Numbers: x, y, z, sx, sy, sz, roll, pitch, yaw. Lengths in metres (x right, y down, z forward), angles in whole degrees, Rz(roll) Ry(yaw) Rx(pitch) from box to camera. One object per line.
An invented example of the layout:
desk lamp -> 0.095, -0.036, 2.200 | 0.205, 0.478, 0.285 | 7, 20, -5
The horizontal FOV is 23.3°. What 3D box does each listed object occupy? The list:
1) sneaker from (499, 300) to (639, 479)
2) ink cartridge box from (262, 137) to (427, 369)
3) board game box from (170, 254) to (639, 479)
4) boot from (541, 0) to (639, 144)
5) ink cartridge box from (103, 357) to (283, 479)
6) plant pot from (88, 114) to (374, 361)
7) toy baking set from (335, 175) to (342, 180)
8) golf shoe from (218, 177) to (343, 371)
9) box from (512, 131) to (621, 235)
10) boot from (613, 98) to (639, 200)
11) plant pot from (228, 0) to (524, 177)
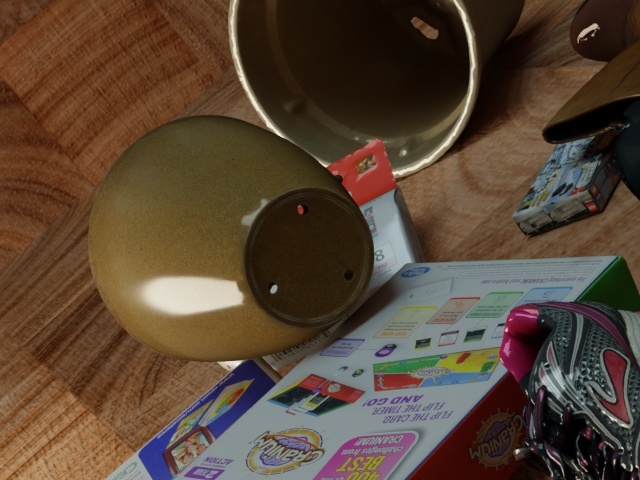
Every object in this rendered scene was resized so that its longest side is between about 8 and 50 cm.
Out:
sneaker -> 0.175, 0.130, 0.930 | 0.299, 0.112, 0.121 | -93, 14, -69
ink cartridge box -> 0.000, 0.000, 1.605 | 0.189, 0.066, 0.232 | -28, 50, 12
board game box -> 0.067, 0.124, 1.190 | 0.242, 0.064, 0.316 | -3, 30, 50
boot -> 0.305, -0.169, 1.549 | 0.264, 0.096, 0.280 | -1, 36, 45
ink cartridge box -> -0.115, 0.254, 1.362 | 0.303, 0.072, 0.307 | -39, 22, -6
plant pot -> -0.057, 0.004, 1.372 | 0.237, 0.237, 0.254 | -44, 18, -16
toy baking set -> -0.039, -0.010, 1.964 | 0.197, 0.030, 0.256 | -42, 16, 0
golf shoe -> -0.012, 0.043, 1.686 | 0.273, 0.105, 0.120 | -44, 35, -4
box -> 0.250, -0.065, 1.493 | 0.094, 0.027, 0.137 | -22, 23, 45
boot -> 0.338, -0.080, 1.241 | 0.207, 0.094, 0.246 | -37, 24, 31
plant pot -> 0.102, -0.287, 1.954 | 0.334, 0.334, 0.305 | -26, 10, 37
